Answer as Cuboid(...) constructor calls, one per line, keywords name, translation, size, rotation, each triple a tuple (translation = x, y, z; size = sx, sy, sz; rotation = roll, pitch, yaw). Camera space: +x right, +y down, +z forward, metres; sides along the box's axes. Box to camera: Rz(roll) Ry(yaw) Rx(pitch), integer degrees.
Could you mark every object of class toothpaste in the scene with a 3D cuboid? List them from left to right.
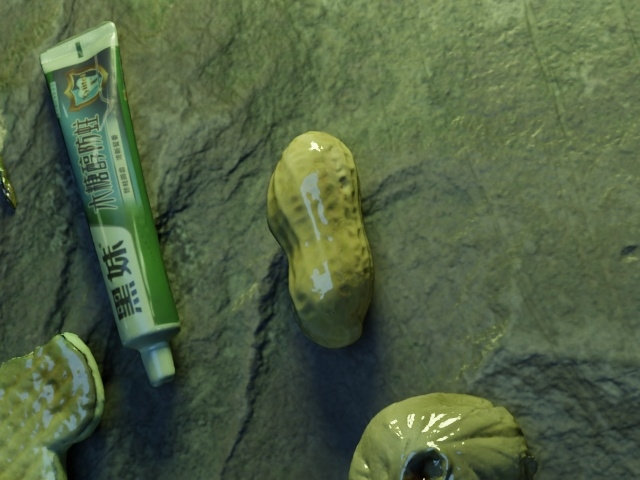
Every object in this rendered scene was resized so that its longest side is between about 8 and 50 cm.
Cuboid(name="toothpaste", translation=(-0.211, -0.037, 1.493), size=(0.099, 0.061, 0.392), rotation=(-20, 78, 19))

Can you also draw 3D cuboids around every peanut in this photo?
Cuboid(name="peanut", translation=(0.000, 0.000, 1.403), size=(0.098, 0.090, 0.214), rotation=(-12, 81, 5))

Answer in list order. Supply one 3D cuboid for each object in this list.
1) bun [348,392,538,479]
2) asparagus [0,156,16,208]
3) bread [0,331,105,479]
Cuboid(name="bun", translation=(0.109, 0.222, 1.335), size=(0.166, 0.113, 0.173), rotation=(38, 100, 17))
Cuboid(name="asparagus", translation=(-0.361, -0.111, 1.573), size=(0.016, 0.016, 0.163), rotation=(-16, 79, -2))
Cuboid(name="bread", translation=(-0.318, 0.199, 1.508), size=(0.172, 0.064, 0.232), rotation=(20, 92, 16))
